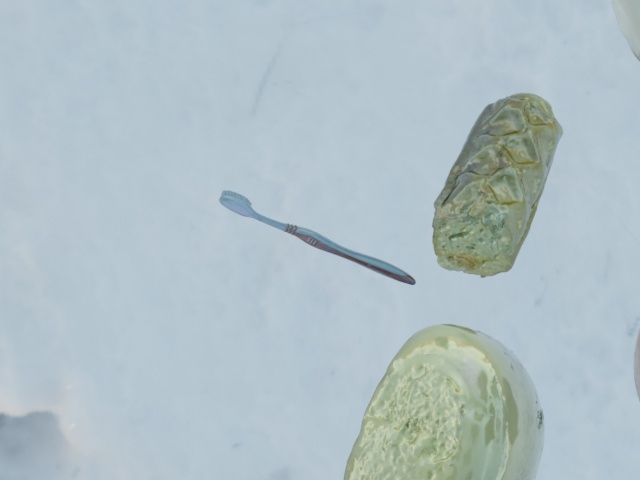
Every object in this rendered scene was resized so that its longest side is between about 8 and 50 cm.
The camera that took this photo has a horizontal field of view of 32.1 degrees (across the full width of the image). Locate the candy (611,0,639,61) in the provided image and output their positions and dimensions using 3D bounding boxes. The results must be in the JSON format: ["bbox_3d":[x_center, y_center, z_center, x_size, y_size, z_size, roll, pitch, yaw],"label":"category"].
[{"bbox_3d":[0.320,-0.216,0.743,0.295,0.185,0.296,-8,78,39],"label":"candy"}]

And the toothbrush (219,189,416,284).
[{"bbox_3d":[0.000,0.000,0.966,0.193,0.019,0.013,24,121,-15],"label":"toothbrush"}]

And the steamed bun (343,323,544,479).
[{"bbox_3d":[0.155,0.226,1.193,0.166,0.232,0.273,18,79,35],"label":"steamed bun"}]

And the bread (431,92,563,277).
[{"bbox_3d":[0.245,-0.089,1.526,0.130,0.268,0.152,39,147,-16],"label":"bread"}]

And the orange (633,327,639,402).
[{"bbox_3d":[0.457,0.126,1.153,0.261,0.261,0.261,1,97,10],"label":"orange"}]
